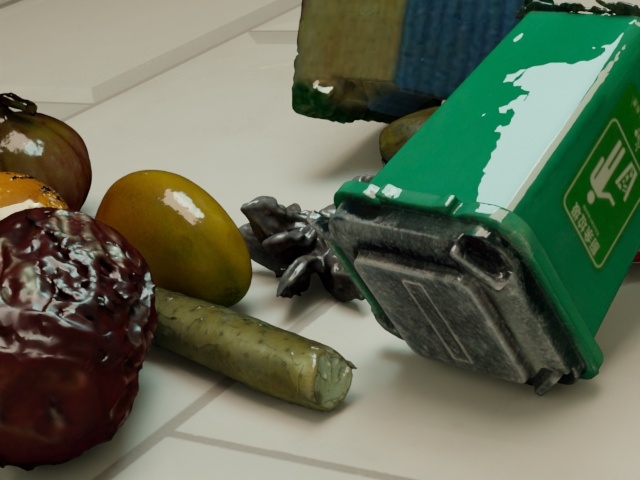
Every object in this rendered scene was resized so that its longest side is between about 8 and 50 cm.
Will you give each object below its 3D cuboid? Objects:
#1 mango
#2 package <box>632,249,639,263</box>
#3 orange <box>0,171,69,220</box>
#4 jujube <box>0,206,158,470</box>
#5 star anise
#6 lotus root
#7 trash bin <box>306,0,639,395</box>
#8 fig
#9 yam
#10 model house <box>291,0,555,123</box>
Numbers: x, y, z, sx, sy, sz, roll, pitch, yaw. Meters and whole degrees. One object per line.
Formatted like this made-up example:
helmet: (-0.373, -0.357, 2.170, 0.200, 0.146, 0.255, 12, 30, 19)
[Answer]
mango: (-0.189, -0.004, 1.858, 0.254, 0.175, 0.139, 9, 44, 47)
package: (0.370, -0.013, 1.833, 0.154, 0.030, 0.239, -3, 20, 8)
orange: (-0.436, 0.012, 1.950, 0.234, 0.182, 0.234, -2, 33, 1)
jujube: (-0.306, 0.097, 1.604, 0.258, 0.258, 0.376, -10, 14, 0)
star anise: (-0.003, 0.001, 1.864, 0.212, 0.129, 0.283, -3, 30, -15)
lotus root: (0.194, -0.128, 2.077, 0.241, 0.124, 0.123, -3, 33, 19)
trash bin: (0.212, -0.056, 1.578, 0.295, 0.259, 0.381, 12, 55, 45)
fig: (-0.461, -0.104, 2.221, 0.235, 0.214, 0.235, -32, 8, 5)
yam: (-0.106, 0.116, 1.669, 0.083, 0.083, 0.371, -26, 26, -35)
model house: (0.200, -0.323, 2.243, 0.343, 0.334, 0.382, 9, 3, 29)
